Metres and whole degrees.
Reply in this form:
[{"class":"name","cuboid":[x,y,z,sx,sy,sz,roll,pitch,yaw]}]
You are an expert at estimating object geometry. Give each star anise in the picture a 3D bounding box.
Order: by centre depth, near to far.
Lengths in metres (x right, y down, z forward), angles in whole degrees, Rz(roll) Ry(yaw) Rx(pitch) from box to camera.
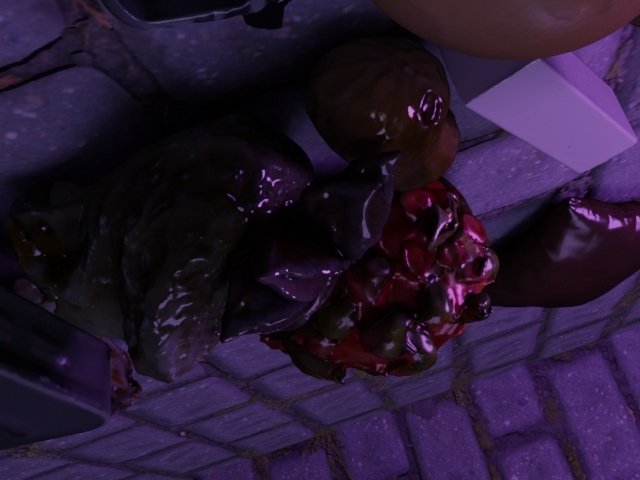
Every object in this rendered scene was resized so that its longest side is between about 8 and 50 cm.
[{"class":"star anise","cuboid":[-0.011,0.012,0.664,0.197,0.073,0.212,-45,173,-13]}]

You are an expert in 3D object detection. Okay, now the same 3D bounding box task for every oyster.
[{"class":"oyster","cuboid":[-0.321,0.156,1.033,0.110,0.166,0.341,-15,167,0]}]

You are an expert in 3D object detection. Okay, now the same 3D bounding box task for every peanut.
[{"class":"peanut","cuboid":[0.070,-0.109,0.736,0.110,0.120,0.236,9,177,26]}]

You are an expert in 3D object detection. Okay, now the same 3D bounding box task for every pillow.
[{"class":"pillow","cuboid":[0.416,0.028,1.337,0.305,0.108,0.308,2,149,-31]}]

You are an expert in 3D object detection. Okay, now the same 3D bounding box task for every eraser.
[{"class":"eraser","cuboid":[0.225,-0.144,0.811,0.076,0.078,0.298,-31,156,28]}]

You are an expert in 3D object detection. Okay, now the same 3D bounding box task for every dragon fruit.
[{"class":"dragon fruit","cuboid":[0.053,0.045,0.934,0.302,0.231,0.237,-19,173,32]}]

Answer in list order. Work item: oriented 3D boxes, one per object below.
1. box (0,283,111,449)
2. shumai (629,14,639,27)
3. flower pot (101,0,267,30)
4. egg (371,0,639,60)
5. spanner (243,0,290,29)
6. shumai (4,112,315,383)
[{"class":"box","cuboid":[-0.448,0.122,0.748,0.395,0.111,0.396,-15,149,19]},{"class":"shumai","cuboid":[0.387,-0.183,0.603,0.314,0.263,0.267,-15,159,-12]},{"class":"flower pot","cuboid":[-0.068,-0.212,0.379,0.103,0.108,0.229,-9,156,-20]},{"class":"egg","cuboid":[0.104,-0.195,0.434,0.201,0.201,0.244,-26,169,19]},{"class":"spanner","cuboid":[-0.035,-0.207,0.544,0.046,0.012,0.208,-14,158,-7]},{"class":"shumai","cuboid":[-0.142,-0.029,0.739,0.261,0.222,0.225,-51,164,-16]}]
